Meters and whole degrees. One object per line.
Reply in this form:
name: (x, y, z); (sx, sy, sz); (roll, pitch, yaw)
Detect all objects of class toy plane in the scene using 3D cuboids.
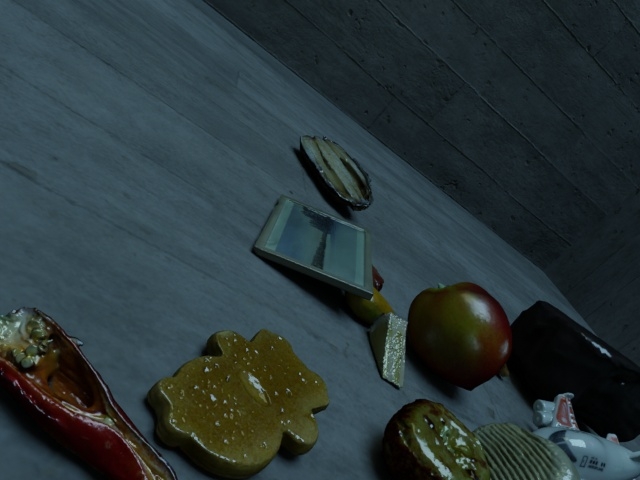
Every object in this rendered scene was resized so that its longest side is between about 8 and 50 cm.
toy plane: (0.484, 0.396, 0.929); (0.252, 0.118, 0.252); (13, 41, -11)

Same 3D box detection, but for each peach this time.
peach: (0.262, 0.176, 0.948); (0.197, 0.197, 0.197); (36, 21, -16)

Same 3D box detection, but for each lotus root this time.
lotus root: (0.041, -0.174, 1.412); (0.167, 0.078, 0.329); (2, 41, -26)

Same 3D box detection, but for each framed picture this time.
framed picture: (0.000, 0.000, 0.968); (0.213, 0.016, 0.289); (23, 22, -4)

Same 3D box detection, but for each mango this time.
mango: (0.091, 0.117, 0.923); (0.114, 0.057, 0.079); (39, 13, -17)

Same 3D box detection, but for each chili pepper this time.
chili pepper: (-0.196, 0.121, 0.398); (0.268, 0.050, 0.059); (44, 41, 1)

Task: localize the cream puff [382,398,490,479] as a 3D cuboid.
cream puff: (0.141, 0.277, 0.646); (0.149, 0.084, 0.149); (26, 29, -15)

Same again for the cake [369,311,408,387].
cake: (0.118, 0.181, 0.848); (0.052, 0.065, 0.121); (29, 30, -25)

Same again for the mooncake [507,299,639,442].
mooncake: (0.646, 0.321, 1.296); (0.381, 0.212, 0.350); (36, 16, -9)

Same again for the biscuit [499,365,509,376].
biscuit: (0.409, 0.242, 1.218); (0.250, 0.035, 0.162); (23, 52, -71)

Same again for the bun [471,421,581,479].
bun: (0.268, 0.340, 0.700); (0.173, 0.167, 0.113); (-53, 131, -60)

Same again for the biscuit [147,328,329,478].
biscuit: (-0.077, 0.169, 0.541); (0.166, 0.036, 0.225); (46, 23, 12)

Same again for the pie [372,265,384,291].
pie: (0.064, 0.052, 1.031); (0.154, 0.038, 0.153); (35, 20, -14)

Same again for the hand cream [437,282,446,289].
hand cream: (0.320, 0.178, 1.200); (0.147, 0.093, 0.306); (49, 12, 6)
